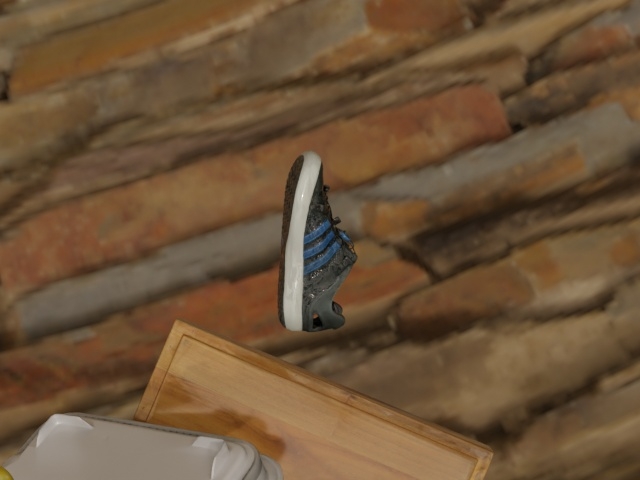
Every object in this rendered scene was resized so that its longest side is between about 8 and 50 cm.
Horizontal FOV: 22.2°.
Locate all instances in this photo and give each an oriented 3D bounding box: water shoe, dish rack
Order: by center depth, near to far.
[{"bbox_3d":[0.000,0.000,1.738,0.080,0.073,0.203,2,113,-9],"label":"water shoe"},{"bbox_3d":[-0.237,0.291,1.765,0.333,0.285,0.072,4,129,31],"label":"dish rack"}]

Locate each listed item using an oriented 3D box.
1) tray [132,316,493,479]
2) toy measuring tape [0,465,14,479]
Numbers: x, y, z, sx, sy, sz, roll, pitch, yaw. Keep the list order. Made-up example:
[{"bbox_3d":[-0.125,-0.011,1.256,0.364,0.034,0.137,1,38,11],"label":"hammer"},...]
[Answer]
[{"bbox_3d":[-0.022,0.265,1.960,0.411,0.076,0.202,23,89,-1],"label":"tray"},{"bbox_3d":[-0.416,0.185,1.333,0.330,0.121,0.121,14,132,-10],"label":"toy measuring tape"}]
